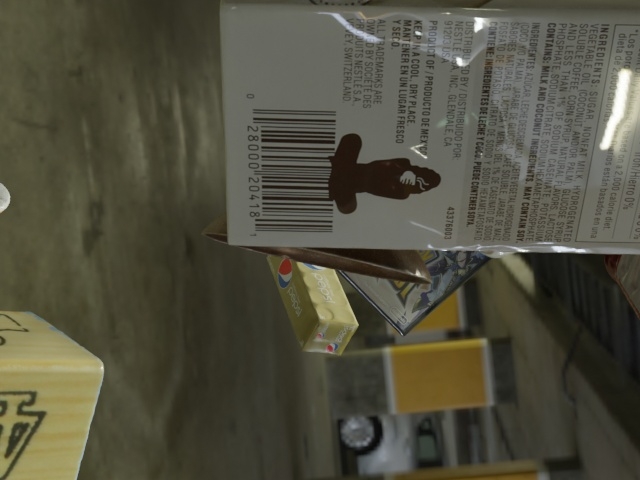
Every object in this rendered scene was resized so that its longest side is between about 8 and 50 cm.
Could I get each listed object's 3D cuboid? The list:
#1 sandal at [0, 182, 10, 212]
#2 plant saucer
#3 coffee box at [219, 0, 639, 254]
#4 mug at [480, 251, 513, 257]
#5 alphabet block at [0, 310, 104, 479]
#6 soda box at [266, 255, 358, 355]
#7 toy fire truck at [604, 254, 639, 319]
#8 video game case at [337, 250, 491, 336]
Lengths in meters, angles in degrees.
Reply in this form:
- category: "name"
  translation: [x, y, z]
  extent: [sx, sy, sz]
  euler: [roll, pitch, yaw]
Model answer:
- category: "sandal"
  translation: [-0.492, -0.030, 1.312]
  extent: [0.102, 0.265, 0.076]
  euler: [-84, 174, -67]
- category: "plant saucer"
  translation: [0.000, 0.000, 0.941]
  extent: [0.198, 0.198, 0.036]
  euler: [46, 56, -84]
- category: "coffee box"
  translation: [0.091, -0.070, 0.421]
  extent: [0.141, 0.246, 0.098]
  euler: [-90, -179, -55]
- category: "mug"
  translation: [0.186, -0.019, 1.128]
  extent: [0.062, 0.064, 0.078]
  euler: [31, -47, 41]
- category: "alphabet block"
  translation: [-0.400, 0.197, 1.309]
  extent: [0.197, 0.192, 0.193]
  euler: [7, 101, -44]
- category: "soda box"
  translation: [-0.013, 0.066, 1.480]
  extent: [0.058, 0.061, 0.181]
  euler: [-62, -146, 32]
- category: "toy fire truck"
  translation: [0.287, -0.071, 0.878]
  extent: [0.302, 0.169, 0.254]
  euler: [-63, 173, -78]
- category: "video game case"
  translation: [0.110, -0.051, 1.174]
  extent: [0.275, 0.248, 0.035]
  euler: [45, 4, -42]
